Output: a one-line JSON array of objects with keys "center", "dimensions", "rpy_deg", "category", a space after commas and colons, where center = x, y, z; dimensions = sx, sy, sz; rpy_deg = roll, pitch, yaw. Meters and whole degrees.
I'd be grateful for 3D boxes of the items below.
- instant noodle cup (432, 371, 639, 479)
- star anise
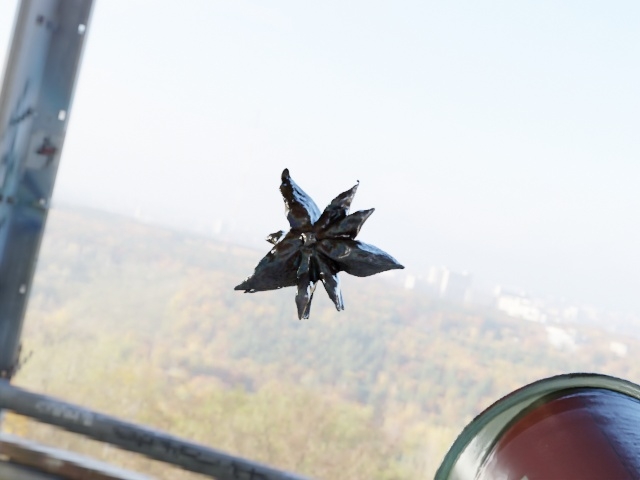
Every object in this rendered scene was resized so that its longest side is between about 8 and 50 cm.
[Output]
[{"center": [0.215, 0.242, 0.879], "dimensions": [0.234, 0.235, 0.178], "rpy_deg": [13, 16, -15], "category": "instant noodle cup"}, {"center": [0.008, 0.006, 0.908], "dimensions": [0.129, 0.124, 0.056], "rpy_deg": [17, -13, 22], "category": "star anise"}]
